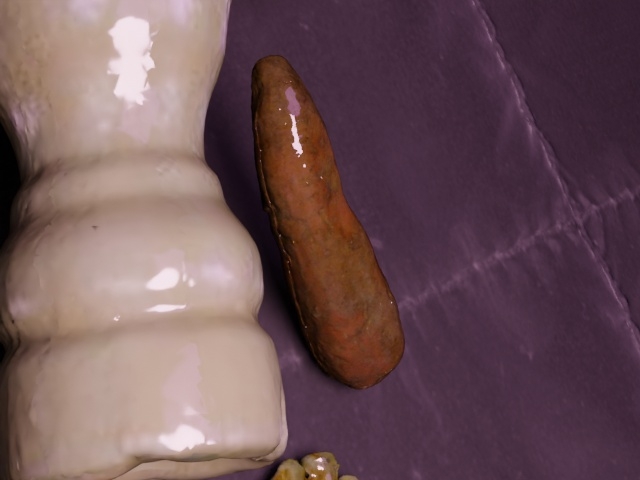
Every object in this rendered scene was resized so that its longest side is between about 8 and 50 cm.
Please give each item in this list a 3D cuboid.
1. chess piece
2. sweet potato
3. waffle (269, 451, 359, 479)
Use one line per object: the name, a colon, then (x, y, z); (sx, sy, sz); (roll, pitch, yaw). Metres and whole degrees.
chess piece: (-0.131, -0.070, 0.857); (0.234, 0.234, 0.442); (1, 76, -39)
sweet potato: (0.000, 0.000, 0.963); (0.075, 0.075, 0.273); (-53, 135, -40)
waffle: (0.001, 0.243, 0.946); (0.169, 0.036, 0.183); (52, 48, -12)
